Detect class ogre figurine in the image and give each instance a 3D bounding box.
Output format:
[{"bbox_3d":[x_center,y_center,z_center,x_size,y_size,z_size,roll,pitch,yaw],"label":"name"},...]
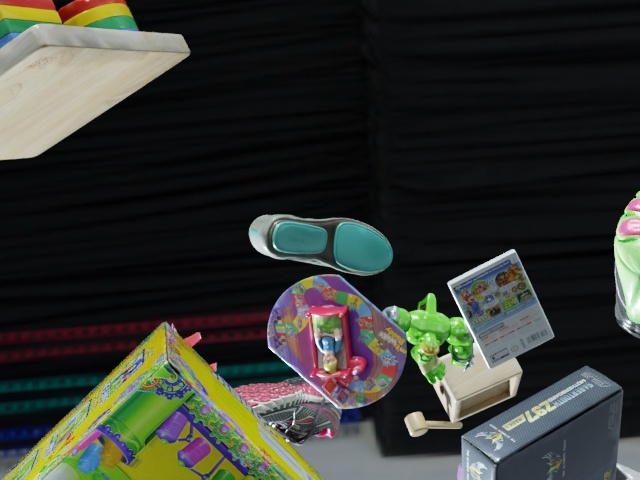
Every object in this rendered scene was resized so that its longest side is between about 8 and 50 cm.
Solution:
[{"bbox_3d":[0.138,0.139,1.696,0.118,0.197,0.097,116,178,-53],"label":"ogre figurine"}]

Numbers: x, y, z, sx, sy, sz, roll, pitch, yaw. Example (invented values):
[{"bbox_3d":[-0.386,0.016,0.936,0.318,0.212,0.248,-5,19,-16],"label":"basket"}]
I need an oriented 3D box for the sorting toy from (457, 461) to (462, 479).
[{"bbox_3d":[0.294,0.403,1.425,0.365,0.127,0.126,41,143,39],"label":"sorting toy"}]

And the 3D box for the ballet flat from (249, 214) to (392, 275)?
[{"bbox_3d":[0.000,0.000,1.576,0.068,0.213,0.072,10,89,54],"label":"ballet flat"}]

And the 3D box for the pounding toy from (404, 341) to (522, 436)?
[{"bbox_3d":[0.233,0.261,2.068,0.181,0.206,0.094,82,164,-64],"label":"pounding toy"}]

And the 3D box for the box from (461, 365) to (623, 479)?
[{"bbox_3d":[0.235,0.271,1.264,0.059,0.183,0.233,34,137,46],"label":"box"}]

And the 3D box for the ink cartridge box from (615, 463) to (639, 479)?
[{"bbox_3d":[0.486,0.533,2.018,0.307,0.303,0.072,29,-169,-47],"label":"ink cartridge box"}]

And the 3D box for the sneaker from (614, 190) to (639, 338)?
[{"bbox_3d":[0.527,-0.034,1.583,0.185,0.483,0.202,36,141,29],"label":"sneaker"}]

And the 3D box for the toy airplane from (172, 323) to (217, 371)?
[{"bbox_3d":[-0.201,0.189,1.674,0.028,0.151,0.151,35,-139,-45],"label":"toy airplane"}]

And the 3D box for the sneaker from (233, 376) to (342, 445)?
[{"bbox_3d":[-0.061,0.307,2.076,0.299,0.121,0.112,0,-90,-47],"label":"sneaker"}]

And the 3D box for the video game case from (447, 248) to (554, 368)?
[{"bbox_3d":[0.212,0.081,1.383,0.122,0.087,0.011,63,-179,-19],"label":"video game case"}]

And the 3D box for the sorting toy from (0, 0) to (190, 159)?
[{"bbox_3d":[-0.315,-0.178,1.252,0.255,0.257,0.089,-14,-103,-63],"label":"sorting toy"}]

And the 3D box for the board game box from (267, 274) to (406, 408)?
[{"bbox_3d":[0.015,0.123,1.366,0.133,0.168,0.033,-49,0,24],"label":"board game box"}]

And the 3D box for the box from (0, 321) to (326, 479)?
[{"bbox_3d":[-0.141,0.284,1.087,0.290,0.279,0.177,47,179,-11],"label":"box"}]
